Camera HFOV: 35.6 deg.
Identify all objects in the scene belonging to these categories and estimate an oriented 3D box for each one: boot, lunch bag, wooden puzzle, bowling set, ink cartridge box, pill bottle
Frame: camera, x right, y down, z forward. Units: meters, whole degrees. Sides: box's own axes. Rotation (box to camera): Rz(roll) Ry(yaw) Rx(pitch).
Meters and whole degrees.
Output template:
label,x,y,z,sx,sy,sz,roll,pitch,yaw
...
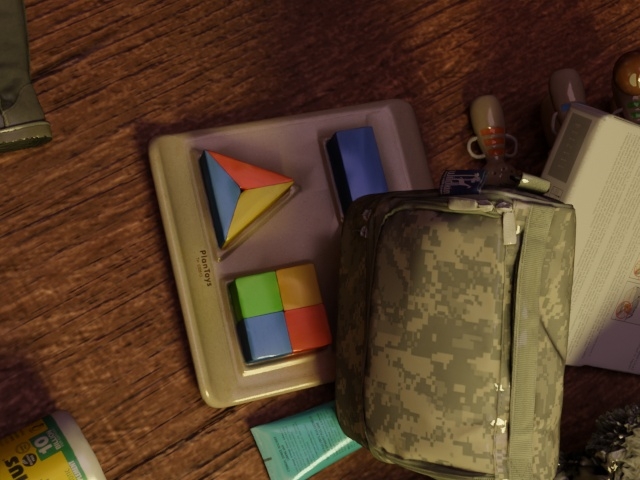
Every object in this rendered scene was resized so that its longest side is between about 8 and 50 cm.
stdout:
label,x,y,z,sx,sy,sz,roll,pitch,yaw
boot,-0.395,-0.193,1.077,0.190,0.076,0.208,-15,88,-35
lunch bag,0.146,0.086,0.998,0.213,0.256,0.305,3,92,-19
wooden puzzle,0.000,0.000,1.151,0.348,0.080,0.322,-10,80,-20
bowling set,0.341,-0.133,1.236,0.287,0.200,0.154,-6,80,-15
ink cartridge box,0.351,0.010,1.194,0.261,0.066,0.296,12,105,-33
pill bottle,-0.317,0.262,0.966,0.208,0.117,0.117,-26,86,-21

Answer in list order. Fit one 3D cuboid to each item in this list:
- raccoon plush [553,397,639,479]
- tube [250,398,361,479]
label,x,y,z,sx,sy,sz,roll,pitch,yaw
raccoon plush,0.388,0.259,1.198,0.446,0.299,0.216,11,88,18
tube,0.029,0.208,1.129,0.207,0.052,0.080,-22,82,-17
